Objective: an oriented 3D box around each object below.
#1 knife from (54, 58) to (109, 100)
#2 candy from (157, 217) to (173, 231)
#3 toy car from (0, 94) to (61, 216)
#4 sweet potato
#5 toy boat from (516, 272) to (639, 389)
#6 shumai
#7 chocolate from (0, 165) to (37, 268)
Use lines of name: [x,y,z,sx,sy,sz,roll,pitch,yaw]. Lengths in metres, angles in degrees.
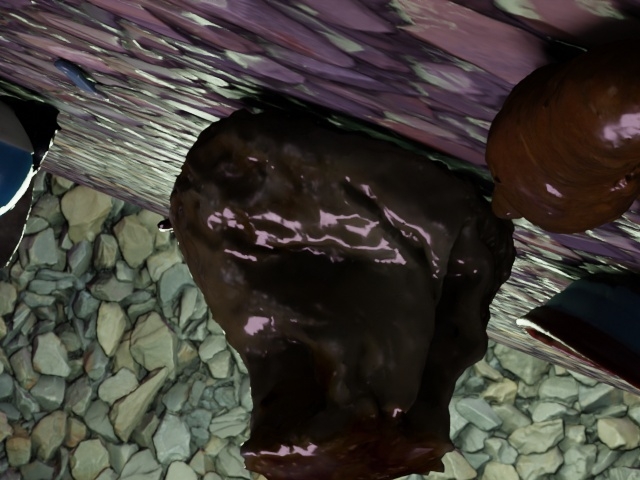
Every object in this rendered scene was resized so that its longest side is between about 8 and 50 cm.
knife: [-0.185,-0.125,1.430,0.027,0.010,0.096,22,174,11]
candy: [0.000,0.000,1.509,0.255,0.094,0.255,21,177,1]
toy car: [-0.385,-0.083,1.861,0.188,0.190,0.255,22,179,-25]
sweet potato: [0.094,-0.034,0.673,0.067,0.067,0.274,22,175,-1]
toy boat: [0.225,0.072,1.373,0.136,0.079,0.392,24,178,-2]
shumai: [-0.003,0.041,1.181,0.225,0.222,0.260,20,-179,-11]
chocolate: [-0.460,-0.083,2.013,0.303,0.185,0.100,16,172,-25]
